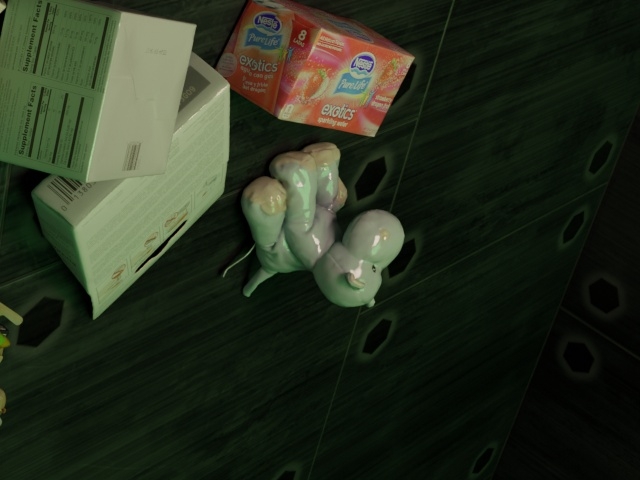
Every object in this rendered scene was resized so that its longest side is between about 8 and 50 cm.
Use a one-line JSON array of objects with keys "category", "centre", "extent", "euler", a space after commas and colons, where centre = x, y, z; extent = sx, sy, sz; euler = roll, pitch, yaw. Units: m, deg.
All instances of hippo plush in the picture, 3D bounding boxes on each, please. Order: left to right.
[{"category": "hippo plush", "centre": [0.000, 0.000, 2.538], "extent": [0.294, 0.236, 0.234], "euler": [-53, 153, -4]}]

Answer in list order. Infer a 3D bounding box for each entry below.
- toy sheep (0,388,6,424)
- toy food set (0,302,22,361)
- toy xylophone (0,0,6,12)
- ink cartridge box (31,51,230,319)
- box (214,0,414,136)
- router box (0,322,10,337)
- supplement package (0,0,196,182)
[{"category": "toy sheep", "centre": [-0.506, 0.256, 2.178], "extent": [0.132, 0.091, 0.091], "euler": [-35, 149, -9]}, {"category": "toy food set", "centre": [-0.479, 0.172, 2.083], "extent": [0.192, 0.038, 0.132], "euler": [-54, 153, -5]}, {"category": "toy xylophone", "centre": [-0.479, -0.262, 1.631], "extent": [0.236, 0.081, 0.322], "euler": [-39, 153, -3]}, {"category": "ink cartridge box", "centre": [-0.266, -0.071, 2.238], "extent": [0.308, 0.091, 0.385], "euler": [-46, 168, -19]}, {"category": "box", "centre": [-0.005, -0.267, 2.335], "extent": [0.300, 0.142, 0.154], "euler": [5, 115, -60]}, {"category": "router box", "centre": [-0.500, 0.154, 2.118], "extent": [0.122, 0.038, 0.092], "euler": [6, 116, -60]}, {"category": "supplement package", "centre": [-0.278, -0.187, 1.856], "extent": [0.262, 0.145, 0.204], "euler": [-17, 121, -75]}]
